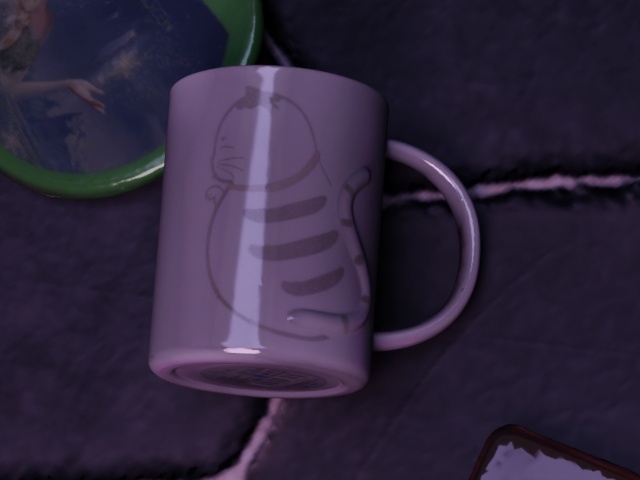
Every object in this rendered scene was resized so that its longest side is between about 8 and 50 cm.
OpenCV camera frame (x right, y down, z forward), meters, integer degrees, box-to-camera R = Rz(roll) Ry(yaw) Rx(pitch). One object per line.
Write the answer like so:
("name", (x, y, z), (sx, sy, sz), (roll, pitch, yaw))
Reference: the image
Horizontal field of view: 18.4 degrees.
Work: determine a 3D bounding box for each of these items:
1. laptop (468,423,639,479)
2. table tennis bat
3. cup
("laptop", (0.101, 0.196, 0.821), (0.154, 0.026, 0.207), (21, 81, 22))
("table tennis bat", (-0.070, -0.127, 0.954), (0.257, 0.039, 0.160), (-37, 68, 6))
("cup", (-0.005, -0.003, 0.865), (0.136, 0.099, 0.133), (0, 74, 17))
